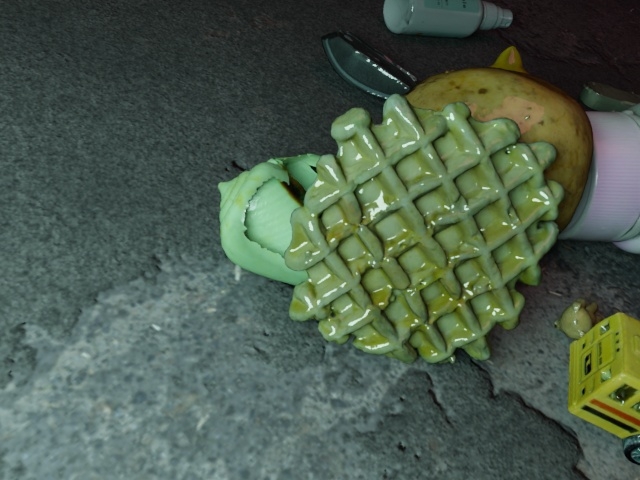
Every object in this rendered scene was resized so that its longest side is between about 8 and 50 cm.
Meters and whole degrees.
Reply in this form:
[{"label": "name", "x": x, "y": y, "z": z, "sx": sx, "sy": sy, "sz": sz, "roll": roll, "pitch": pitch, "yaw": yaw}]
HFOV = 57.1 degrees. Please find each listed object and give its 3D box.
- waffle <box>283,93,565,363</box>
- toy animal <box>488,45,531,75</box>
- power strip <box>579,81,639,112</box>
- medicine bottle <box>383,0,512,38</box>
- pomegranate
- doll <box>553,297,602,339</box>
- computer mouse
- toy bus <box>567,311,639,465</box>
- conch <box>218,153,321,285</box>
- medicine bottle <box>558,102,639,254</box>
[{"label": "waffle", "x": 0.119, "y": -0.001, "z": 0.635, "sx": 0.309, "sy": 0.292, "sz": 0.056, "roll": 14, "pitch": 15, "yaw": -16}, {"label": "toy animal", "x": 0.362, "y": -0.223, "z": 1.063, "sx": 0.156, "sy": 0.156, "sz": 0.230, "roll": -27, "pitch": 68, "yaw": -41}, {"label": "power strip", "x": 0.748, "y": -0.324, "z": 1.416, "sx": 0.286, "sy": 0.048, "sz": 0.080, "roll": 11, "pitch": 42, "yaw": -15}, {"label": "medicine bottle", "x": 0.315, "y": -0.533, "z": 1.382, "sx": 0.351, "sy": 0.110, "sz": 0.110, "roll": -9, "pitch": 52, "yaw": -31}, {"label": "pomegranate", "x": 0.214, "y": -0.102, "z": 0.789, "sx": 0.281, "sy": 0.281, "sz": 0.281, "roll": 13, "pitch": 43, "yaw": -12}, {"label": "doll", "x": 0.361, "y": 0.108, "z": 0.797, "sx": 0.093, "sy": 0.051, "sz": 0.061, "roll": -9, "pitch": 80, "yaw": -28}, {"label": "computer mouse", "x": 0.095, "y": -0.303, "z": 1.080, "sx": 0.231, "sy": 0.071, "sz": 0.126, "roll": 34, "pitch": 27, "yaw": -5}, {"label": "toy bus", "x": 0.460, "y": 0.214, "z": 0.681, "sx": 0.335, "sy": 0.123, "sz": 0.121, "roll": 26, "pitch": 42, "yaw": 2}, {"label": "conch", "x": 0.002, "y": -0.015, "z": 0.680, "sx": 0.250, "sy": 0.137, "sz": 0.143, "roll": 15, "pitch": 78, "yaw": -3}, {"label": "medicine bottle", "x": 0.515, "y": -0.097, "z": 0.925, "sx": 0.302, "sy": 0.241, "sz": 0.241, "roll": 0, "pitch": 46, "yaw": -8}]
